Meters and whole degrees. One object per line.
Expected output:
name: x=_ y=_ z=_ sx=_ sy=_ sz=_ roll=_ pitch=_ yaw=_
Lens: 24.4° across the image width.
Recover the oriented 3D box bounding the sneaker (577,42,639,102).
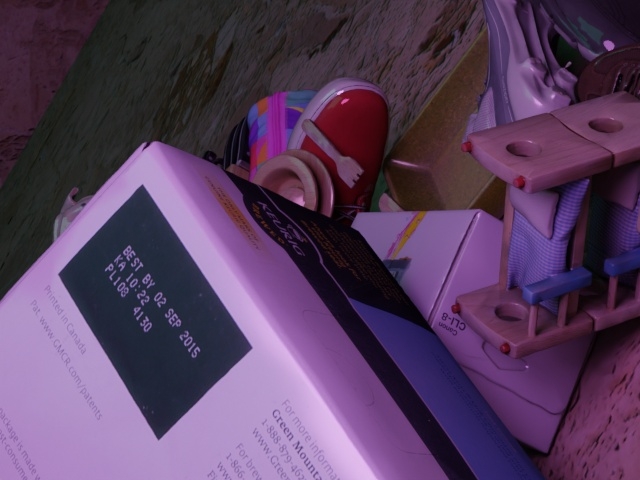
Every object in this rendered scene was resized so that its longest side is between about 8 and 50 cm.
sneaker: x=0.226 y=-0.098 z=0.944 sx=0.188 sy=0.071 sz=0.066 roll=17 pitch=96 yaw=51

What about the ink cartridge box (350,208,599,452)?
ink cartridge box: x=0.091 y=0.060 z=1.041 sx=0.176 sy=0.128 sz=0.127 roll=2 pitch=66 yaw=64

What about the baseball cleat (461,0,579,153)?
baseball cleat: x=0.138 y=-0.126 z=1.113 sx=0.109 sy=0.072 sz=0.206 roll=-55 pitch=19 yaw=32

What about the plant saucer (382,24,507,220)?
plant saucer: x=0.136 y=-0.082 z=1.219 sx=0.188 sy=0.045 sz=0.188 roll=-53 pitch=23 yaw=20

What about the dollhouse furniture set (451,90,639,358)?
dollhouse furniture set: x=0.182 y=0.016 z=0.866 sx=0.184 sy=0.129 sz=0.129 roll=41 pitch=140 yaw=48

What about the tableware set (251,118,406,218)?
tableware set: x=0.000 y=0.000 z=1.203 sx=0.194 sy=0.039 sz=0.128 roll=46 pitch=115 yaw=32

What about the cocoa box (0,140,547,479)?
cocoa box: x=-0.020 y=0.161 z=0.817 sx=0.231 sy=0.228 sz=0.347 roll=-45 pitch=59 yaw=15

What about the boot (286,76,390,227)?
boot: x=0.021 y=-0.002 z=1.259 sx=0.176 sy=0.088 sz=0.244 roll=-114 pitch=34 yaw=-51

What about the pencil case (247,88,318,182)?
pencil case: x=-0.027 y=-0.057 z=1.470 sx=0.104 sy=0.104 sz=0.236 roll=-49 pitch=26 yaw=29

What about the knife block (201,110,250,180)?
knife block: x=-0.078 y=-0.018 z=1.546 sx=0.242 sy=0.088 sz=0.276 roll=-62 pitch=22 yaw=-1

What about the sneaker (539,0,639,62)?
sneaker: x=0.225 y=-0.220 z=1.117 sx=0.106 sy=0.101 sz=0.267 roll=-43 pitch=29 yaw=33

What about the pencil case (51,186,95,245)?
pencil case: x=-0.282 y=0.144 z=1.675 sx=0.160 sy=0.183 sz=0.410 roll=-31 pitch=36 yaw=52
